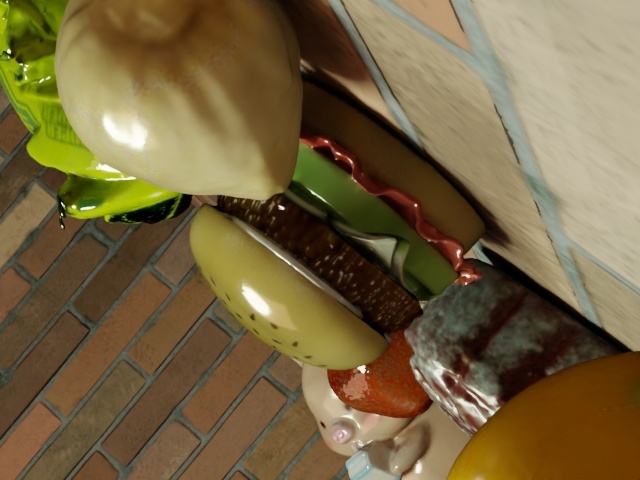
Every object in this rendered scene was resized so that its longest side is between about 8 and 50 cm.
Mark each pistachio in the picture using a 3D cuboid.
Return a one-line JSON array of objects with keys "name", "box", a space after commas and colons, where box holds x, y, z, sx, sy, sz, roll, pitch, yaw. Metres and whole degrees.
[{"name": "pistachio", "box": [-0.072, -0.078, 0.766, 0.145, 0.117, 0.200, 61, 170, -5]}]

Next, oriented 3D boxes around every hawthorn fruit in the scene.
[{"name": "hawthorn fruit", "box": [0.083, 0.140, 1.753, 0.138, 0.132, 0.133, 35, 177, -13]}]

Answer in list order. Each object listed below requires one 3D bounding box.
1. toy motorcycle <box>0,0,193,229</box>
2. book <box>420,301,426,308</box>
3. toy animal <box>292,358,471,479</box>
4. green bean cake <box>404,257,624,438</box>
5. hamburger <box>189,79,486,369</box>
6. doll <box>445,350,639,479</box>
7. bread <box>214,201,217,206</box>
[{"name": "toy motorcycle", "box": [-0.169, -0.126, 1.045, 0.342, 0.142, 0.206, 36, 136, 46]}, {"name": "book", "box": [0.270, 0.210, 1.509, 0.374, 0.028, 0.262, 36, 176, 37]}, {"name": "toy animal", "box": [0.089, 0.221, 1.907, 0.256, 0.212, 0.195, 30, 140, -24]}, {"name": "green bean cake", "box": [0.158, 0.117, 1.002, 0.198, 0.097, 0.232, 38, 175, 22]}, {"name": "hamburger", "box": [0.003, 0.002, 0.888, 0.175, 0.137, 0.175, 36, 177, 2]}, {"name": "doll", "box": [0.154, 0.117, 0.639, 0.213, 0.213, 0.236, 36, 132, 44]}, {"name": "bread", "box": [-0.027, 0.019, 1.550, 0.172, 0.103, 0.132, 43, 178, -23]}]
